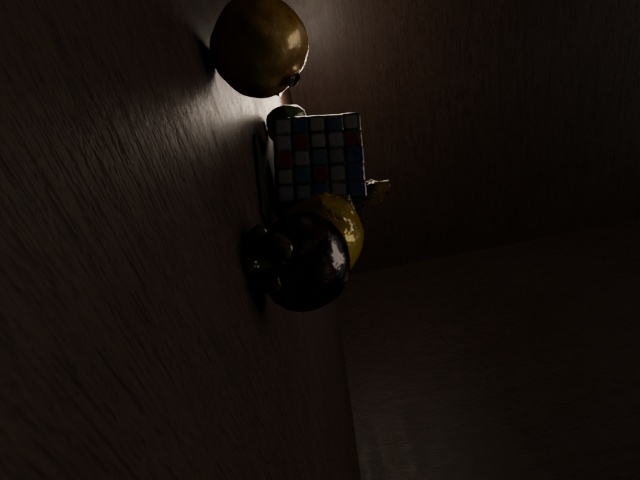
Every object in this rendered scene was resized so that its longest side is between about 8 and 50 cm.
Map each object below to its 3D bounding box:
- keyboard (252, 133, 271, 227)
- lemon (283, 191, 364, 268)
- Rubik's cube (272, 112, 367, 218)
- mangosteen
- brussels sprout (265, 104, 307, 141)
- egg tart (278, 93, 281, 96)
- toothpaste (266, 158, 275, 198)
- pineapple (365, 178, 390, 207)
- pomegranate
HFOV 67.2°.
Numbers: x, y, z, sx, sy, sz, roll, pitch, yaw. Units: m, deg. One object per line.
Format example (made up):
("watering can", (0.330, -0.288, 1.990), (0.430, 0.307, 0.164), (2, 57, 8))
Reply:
("keyboard", (-0.172, -0.222, 1.414), (0.103, 0.041, 0.382), (74, 13, -63))
("lemon", (0.000, 0.000, 1.399), (0.253, 0.310, 0.253), (37, 5, -4))
("Rubik's cube", (-0.005, -0.232, 1.609), (0.292, 0.286, 0.294), (100, -14, -82))
("mangosteen", (-0.060, 0.048, 1.063), (0.265, 0.228, 0.229), (4, 71, -47))
("brussels sprout", (-0.135, -0.430, 1.790), (0.131, 0.145, 0.183), (55, -38, -4))
("egg tart", (-0.190, -0.814, 2.147), (0.341, 0.132, 0.342), (-11, 90, -88))
("toothpaste", (-0.161, -0.197, 1.554), (0.037, 0.020, 0.140), (81, -1, -67))
("pineapple", (0.166, -0.169, 1.552), (0.114, 0.077, 0.114), (-57, -153, 20))
("pomegranate", (-0.140, -0.428, 1.072), (0.233, 0.232, 0.233), (-11, 90, -86))
